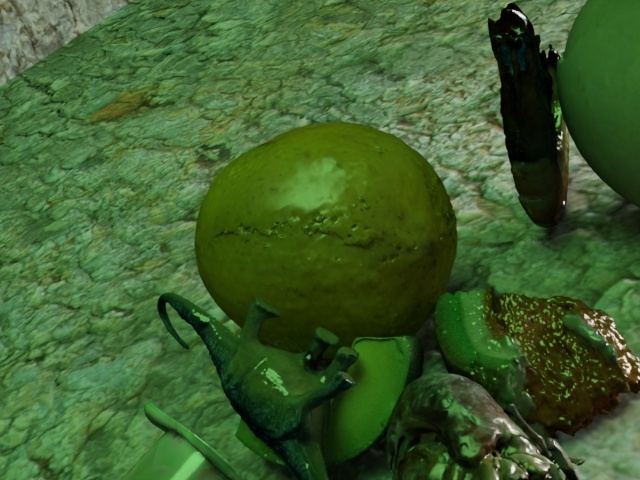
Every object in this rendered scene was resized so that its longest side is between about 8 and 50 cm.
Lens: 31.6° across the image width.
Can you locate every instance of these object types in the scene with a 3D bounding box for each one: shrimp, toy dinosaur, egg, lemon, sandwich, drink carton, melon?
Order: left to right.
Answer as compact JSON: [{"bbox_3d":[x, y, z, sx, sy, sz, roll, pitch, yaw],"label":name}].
[{"bbox_3d":[-0.137,0.257,1.032,0.142,0.146,0.144,-46,34,-18],"label":"drink carton"},{"bbox_3d":[-0.043,0.136,1.056,0.147,0.076,0.363,-54,54,16],"label":"toy dinosaur"},{"bbox_3d":[0.000,0.000,1.214,0.310,0.258,0.258,3,39,32],"label":"lemon"},{"bbox_3d":[0.011,0.157,1.101,0.209,0.118,0.064,-11,-5,31],"label":"melon"},{"bbox_3d":[0.194,0.096,1.056,0.159,0.109,0.185,-28,29,1],"label":"sandwich"},{"bbox_3d":[0.162,0.215,0.881,0.343,0.116,0.145,39,103,49],"label":"shrimp"},{"bbox_3d":[0.242,-0.161,1.246,0.054,0.290,0.222,-1,45,25],"label":"shrimp"},{"bbox_3d":[0.383,-0.167,1.164,0.278,0.278,0.336,-26,26,0],"label":"egg"}]
